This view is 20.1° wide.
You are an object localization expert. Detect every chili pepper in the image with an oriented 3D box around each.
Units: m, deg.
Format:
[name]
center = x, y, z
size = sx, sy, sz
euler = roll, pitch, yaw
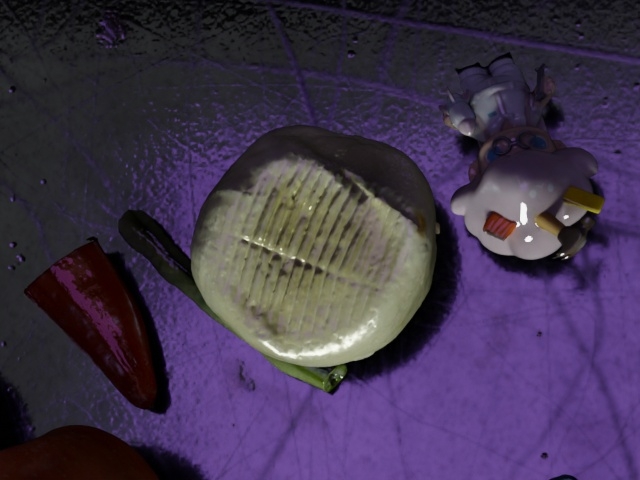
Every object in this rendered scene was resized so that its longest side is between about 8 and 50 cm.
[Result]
[chili pepper]
center = -0.204, 0.090, 1.726
size = 0.088, 0.065, 0.169
euler = -35, 78, 4

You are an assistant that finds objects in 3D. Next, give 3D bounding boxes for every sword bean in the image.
[sword bean]
center = -0.090, 0.057, 1.720
size = 0.269, 0.038, 0.043
euler = 37, 76, 16

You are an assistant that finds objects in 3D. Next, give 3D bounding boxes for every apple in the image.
[apple]
center = -0.229, 0.298, 1.598
size = 0.242, 0.242, 0.241
euler = -35, 78, 3

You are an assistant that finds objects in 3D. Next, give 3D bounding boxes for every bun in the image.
[bun]
center = 0.000, 0.000, 1.662
size = 0.229, 0.145, 0.229
euler = 1, 97, 6

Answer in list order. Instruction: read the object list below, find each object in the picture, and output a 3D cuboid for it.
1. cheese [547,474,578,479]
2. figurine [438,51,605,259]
[cheese]
center = 0.116, 0.304, 1.611
size = 0.286, 0.074, 0.189
euler = -24, 77, 5
[figurine]
center = 0.180, -0.067, 1.655
size = 0.137, 0.112, 0.229
euler = -16, 63, 0
